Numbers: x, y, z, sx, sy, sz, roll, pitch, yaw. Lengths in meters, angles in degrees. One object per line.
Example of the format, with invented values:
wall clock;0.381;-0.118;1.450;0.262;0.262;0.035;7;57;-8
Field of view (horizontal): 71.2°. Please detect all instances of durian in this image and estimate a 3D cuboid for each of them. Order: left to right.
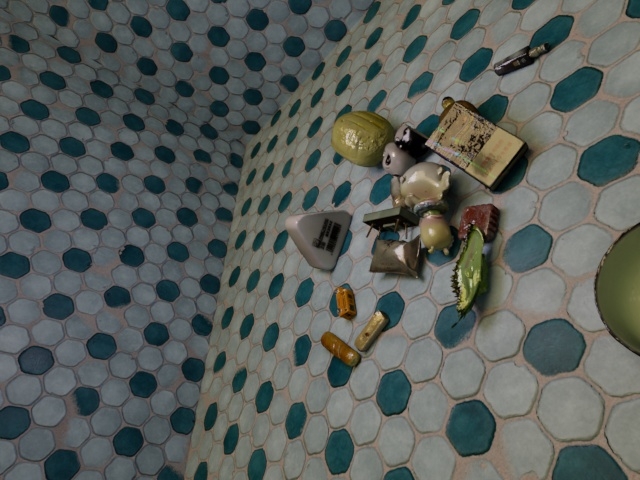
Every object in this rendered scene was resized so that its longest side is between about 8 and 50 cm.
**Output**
durian;0.500;0.122;1.514;0.132;0.106;0.375;3;71;28

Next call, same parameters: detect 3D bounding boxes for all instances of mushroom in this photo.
mushroom;0.352;-0.199;1.992;0.223;0.081;0.092;-81;1;-54

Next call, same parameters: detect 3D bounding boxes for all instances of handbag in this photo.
handbag;0.312;0.059;1.858;0.270;0.117;0.182;0;71;52

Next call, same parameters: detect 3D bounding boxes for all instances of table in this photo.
table;0.300;-0.061;1.968;0.240;0.121;0.111;-11;59;55

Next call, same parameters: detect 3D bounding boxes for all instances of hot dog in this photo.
hot dog;0.080;0.472;1.974;0.088;0.061;0.286;-58;29;-12

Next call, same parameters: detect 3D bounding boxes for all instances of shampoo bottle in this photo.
shampoo bottle;0.789;-0.716;1.758;0.207;0.057;0.063;-11;52;53

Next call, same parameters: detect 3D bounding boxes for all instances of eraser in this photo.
eraser;0.000;0.000;2.313;0.150;0.331;0.331;8;74;57

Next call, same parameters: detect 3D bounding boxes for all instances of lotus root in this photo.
lotus root;0.569;-0.462;1.803;0.169;0.141;0.314;-29;60;32

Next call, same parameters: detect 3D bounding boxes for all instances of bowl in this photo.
bowl;0.809;0.120;0.953;0.354;0.185;0.354;-38;39;38

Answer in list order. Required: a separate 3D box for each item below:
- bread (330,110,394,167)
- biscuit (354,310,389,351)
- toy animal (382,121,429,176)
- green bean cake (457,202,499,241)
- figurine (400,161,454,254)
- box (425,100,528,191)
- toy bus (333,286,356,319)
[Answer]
bread;0.215;-0.527;2.280;0.320;0.320;0.237;-112;35;-52
biscuit;0.212;0.376;1.844;0.188;0.052;0.056;-57;43;14
toy animal;0.382;-0.405;2.053;0.235;0.165;0.187;-52;13;21
green bean cake;0.568;-0.060;1.605;0.135;0.056;0.135;-5;63;56
figurine;0.436;-0.134;1.725;0.274;0.226;0.394;115;156;-63
box;0.569;-0.347;1.650;0.310;0.084;0.198;43;108;26
toy bus;0.115;0.279;2.053;0.074;0.069;0.162;-41;38;33
